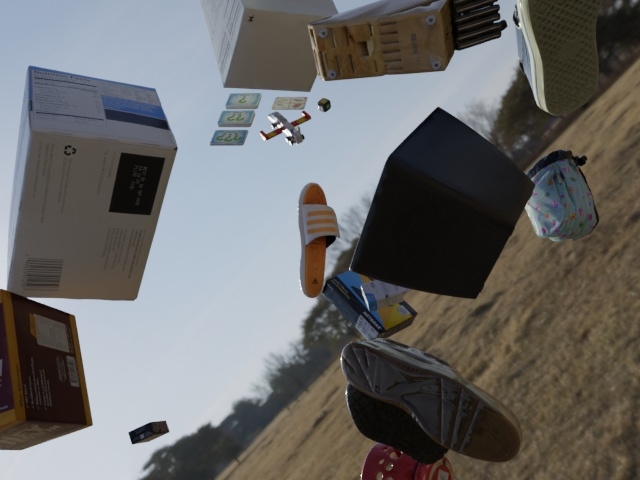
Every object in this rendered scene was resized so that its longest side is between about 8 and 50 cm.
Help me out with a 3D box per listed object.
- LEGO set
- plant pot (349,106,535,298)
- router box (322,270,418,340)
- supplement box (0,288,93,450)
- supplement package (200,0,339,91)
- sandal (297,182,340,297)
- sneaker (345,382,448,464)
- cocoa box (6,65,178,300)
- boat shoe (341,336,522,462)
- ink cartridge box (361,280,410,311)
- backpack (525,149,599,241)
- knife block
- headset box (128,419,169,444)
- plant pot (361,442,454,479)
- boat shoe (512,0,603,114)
[{"bbox_3d":[-0.106,-0.276,1.388,0.060,0.245,0.182,80,-163,-46],"label":"LEGO set"},{"bbox_3d":[0.170,-0.035,0.847,0.188,0.167,0.187,-48,-20,-48],"label":"plant pot"},{"bbox_3d":[0.111,0.141,1.454,0.133,0.179,0.046,-20,-37,-40],"label":"router box"},{"bbox_3d":[-0.460,0.200,0.955,0.129,0.191,0.194,-20,-21,5],"label":"supplement box"},{"bbox_3d":[-0.114,-0.471,1.321,0.200,0.262,0.198,-3,-33,-25],"label":"supplement package"},{"bbox_3d":[0.006,0.000,1.463,0.076,0.265,0.102,1,3,37],"label":"sandal"},{"bbox_3d":[0.135,0.345,1.299,0.107,0.283,0.124,-46,29,2],"label":"sneaker"},{"bbox_3d":[-0.421,-0.093,1.151,0.232,0.228,0.347,4,-53,-29],"label":"cocoa box"},{"bbox_3d":[0.196,0.249,1.096,0.110,0.341,0.121,-14,-59,-48],"label":"boat shoe"},{"bbox_3d":[0.121,0.094,1.181,0.083,0.048,0.028,-16,-46,-3],"label":"ink cartridge box"},{"bbox_3d":[0.503,-0.083,1.362,0.115,0.181,0.152,-3,-28,-16],"label":"backpack"},{"bbox_3d":[0.147,-0.341,1.010,0.242,0.276,0.088,-60,-36,-52],"label":"knife block"},{"bbox_3d":[-0.399,0.450,1.508,0.062,0.032,0.083,-26,-17,9],"label":"headset box"},{"bbox_3d":[0.217,0.589,1.561,0.174,0.191,0.191,-10,18,40],"label":"plant pot"},{"bbox_3d":[0.458,-0.466,1.254,0.187,0.155,0.500,-21,-38,5],"label":"boat shoe"}]
